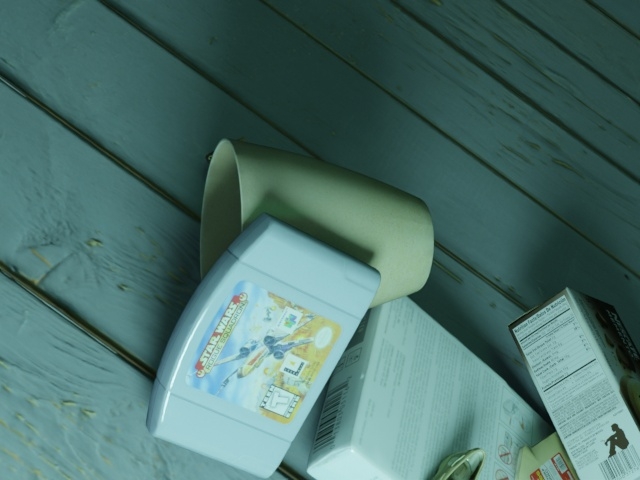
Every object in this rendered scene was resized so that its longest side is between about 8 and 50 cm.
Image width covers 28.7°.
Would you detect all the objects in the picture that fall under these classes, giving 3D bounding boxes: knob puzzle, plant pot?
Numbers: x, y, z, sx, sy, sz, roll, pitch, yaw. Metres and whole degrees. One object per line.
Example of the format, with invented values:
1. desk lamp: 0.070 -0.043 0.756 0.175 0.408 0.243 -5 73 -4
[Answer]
1. knob puzzle: 0.316 0.371 1.710 0.213 0.030 0.213 31 42 -33
2. plant pot: 0.000 0.000 1.642 0.274 0.256 0.256 2 51 -16

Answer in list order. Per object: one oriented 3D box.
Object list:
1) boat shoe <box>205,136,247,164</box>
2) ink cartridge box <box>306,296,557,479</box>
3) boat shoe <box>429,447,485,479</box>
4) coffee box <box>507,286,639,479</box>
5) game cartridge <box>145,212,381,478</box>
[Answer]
1. boat shoe: -0.106 -0.055 1.815 0.073 0.073 0.207 -23 58 -4
2. ink cartridge box: 0.170 0.284 1.706 0.385 0.091 0.308 42 38 -21
3. boat shoe: 0.165 0.313 1.558 0.056 0.048 0.153 52 36 -4
4. coffee box: 0.415 0.232 1.837 0.168 0.119 0.297 20 40 -49
5. game cartridge: -0.076 0.127 1.496 0.198 0.297 0.062 26 5 -32
